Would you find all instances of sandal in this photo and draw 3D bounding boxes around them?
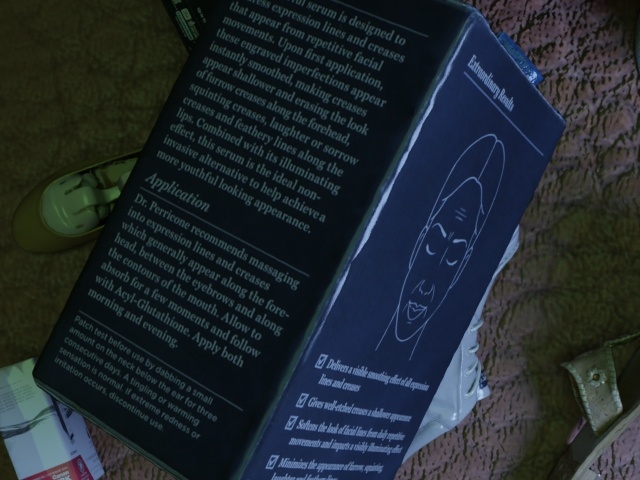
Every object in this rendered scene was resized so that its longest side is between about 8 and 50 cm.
[{"bbox_3d":[0.258,0.148,1.133,0.079,0.088,0.240,30,95,-4],"label":"sandal"}]

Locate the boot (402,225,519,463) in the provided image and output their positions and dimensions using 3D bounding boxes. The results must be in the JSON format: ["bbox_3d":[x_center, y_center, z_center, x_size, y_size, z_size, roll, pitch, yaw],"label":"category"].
[{"bbox_3d":[0.124,0.098,1.146,0.123,0.095,0.258,44,99,-4],"label":"boot"}]

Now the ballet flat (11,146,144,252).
[{"bbox_3d":[-0.203,-0.054,1.160,0.232,0.073,0.080,-23,88,1],"label":"ballet flat"}]

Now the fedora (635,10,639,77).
[{"bbox_3d":[0.434,-0.194,1.091,0.275,0.124,0.244,-16,89,13],"label":"fedora"}]

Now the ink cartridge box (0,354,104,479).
[{"bbox_3d":[-0.266,0.179,1.142,0.056,0.099,0.135,-21,89,1],"label":"ink cartridge box"}]

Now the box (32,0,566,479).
[{"bbox_3d":[0.000,0.000,0.986,0.212,0.293,0.395,27,90,27],"label":"box"}]

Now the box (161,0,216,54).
[{"bbox_3d":[-0.070,-0.335,1.059,0.242,0.076,0.307,-17,115,24],"label":"box"}]

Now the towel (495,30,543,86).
[{"bbox_3d":[0.158,-0.146,1.173,0.119,0.029,0.067,-41,89,0],"label":"towel"}]
